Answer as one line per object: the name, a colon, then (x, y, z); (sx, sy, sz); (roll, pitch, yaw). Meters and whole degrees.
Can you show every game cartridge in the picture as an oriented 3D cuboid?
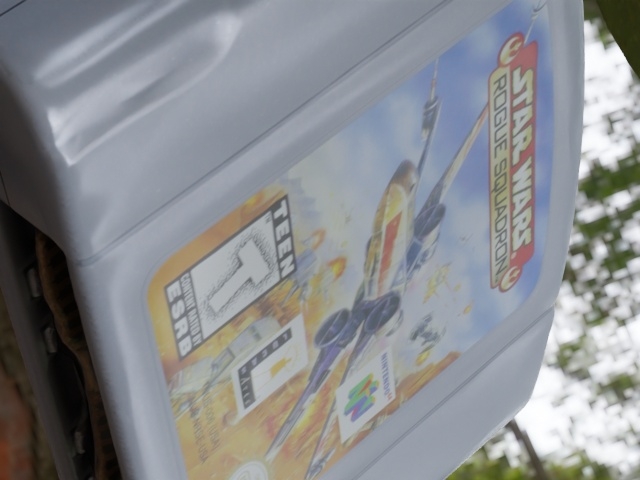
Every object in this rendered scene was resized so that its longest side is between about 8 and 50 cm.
game cartridge: (0.000, 0.000, 0.563); (0.062, 0.198, 0.297); (40, -28, 33)

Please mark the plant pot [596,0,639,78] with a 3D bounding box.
plant pot: (0.195, -0.138, 0.406); (0.274, 0.275, 0.293); (59, -44, 26)
